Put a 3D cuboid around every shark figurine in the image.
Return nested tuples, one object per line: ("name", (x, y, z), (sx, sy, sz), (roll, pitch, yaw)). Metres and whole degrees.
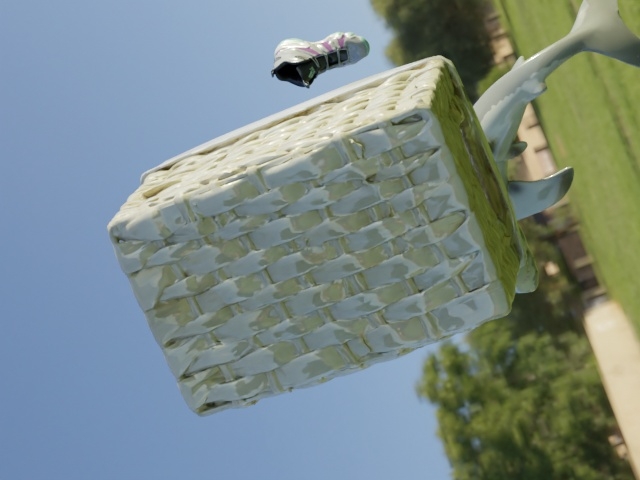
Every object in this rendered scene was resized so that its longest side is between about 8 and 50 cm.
("shark figurine", (0.140, -0.089, 0.909), (0.116, 0.166, 0.278), (-110, 31, -51))

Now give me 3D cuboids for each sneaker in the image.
("sneaker", (-0.002, -0.173, 1.125), (0.069, 0.098, 0.038), (-77, -25, -49))

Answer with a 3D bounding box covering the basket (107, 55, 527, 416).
("basket", (0.000, 0.000, 0.521), (0.103, 0.167, 0.113), (-65, -47, -70))
